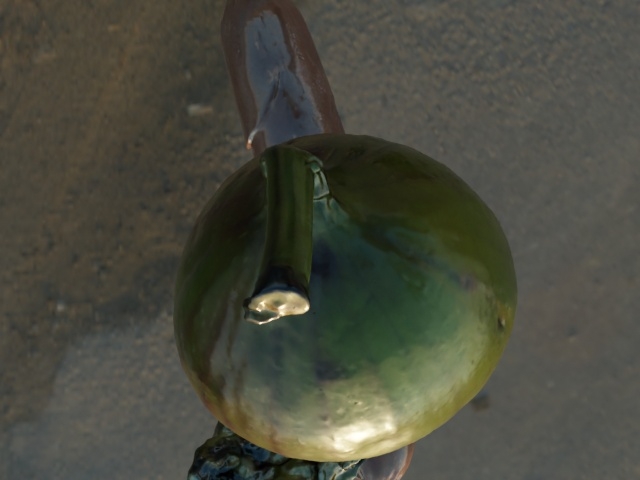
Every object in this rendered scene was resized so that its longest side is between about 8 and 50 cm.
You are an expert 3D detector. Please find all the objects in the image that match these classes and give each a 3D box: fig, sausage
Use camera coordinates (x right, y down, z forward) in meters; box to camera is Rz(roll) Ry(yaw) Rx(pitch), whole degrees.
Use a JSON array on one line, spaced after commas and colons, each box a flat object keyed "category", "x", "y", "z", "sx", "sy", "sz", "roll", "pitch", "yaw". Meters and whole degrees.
[{"category": "fig", "x": -0.003, "y": 0.011, "z": 0.603, "sx": 0.148, "sy": 0.142, "sz": 0.186, "roll": -56, "pitch": 142, "yaw": -26}, {"category": "sausage", "x": 0.002, "y": 0.000, "z": 1.176, "sx": 0.088, "sy": 0.088, "sz": 0.433, "roll": -14, "pitch": 86, "yaw": -2}]

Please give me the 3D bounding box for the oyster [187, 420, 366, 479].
[{"category": "oyster", "x": 0.003, "y": 0.064, "z": 0.909, "sx": 0.083, "sy": 0.223, "sz": 0.214, "roll": 38, "pitch": 104, "yaw": -21}]
